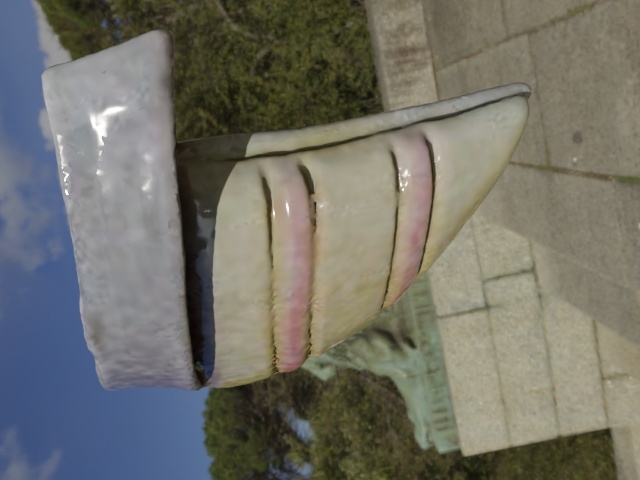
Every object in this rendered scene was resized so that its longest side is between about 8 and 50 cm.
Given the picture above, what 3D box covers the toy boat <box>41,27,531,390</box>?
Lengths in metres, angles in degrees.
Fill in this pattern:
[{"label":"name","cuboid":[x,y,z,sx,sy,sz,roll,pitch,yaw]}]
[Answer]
[{"label":"toy boat","cuboid":[-0.030,0.013,0.430,0.276,0.293,0.111,-65,32,35]}]
